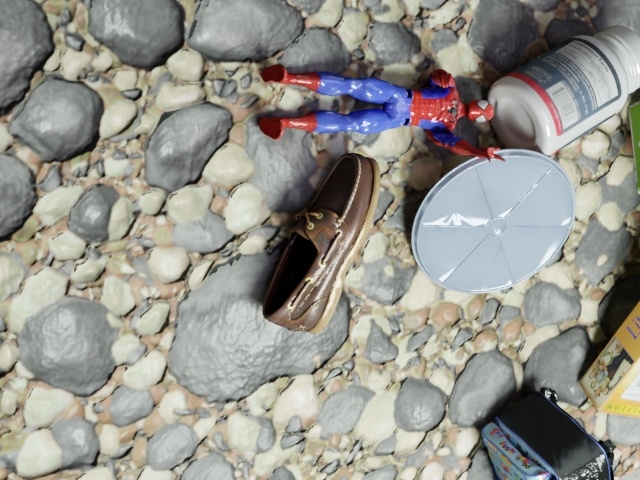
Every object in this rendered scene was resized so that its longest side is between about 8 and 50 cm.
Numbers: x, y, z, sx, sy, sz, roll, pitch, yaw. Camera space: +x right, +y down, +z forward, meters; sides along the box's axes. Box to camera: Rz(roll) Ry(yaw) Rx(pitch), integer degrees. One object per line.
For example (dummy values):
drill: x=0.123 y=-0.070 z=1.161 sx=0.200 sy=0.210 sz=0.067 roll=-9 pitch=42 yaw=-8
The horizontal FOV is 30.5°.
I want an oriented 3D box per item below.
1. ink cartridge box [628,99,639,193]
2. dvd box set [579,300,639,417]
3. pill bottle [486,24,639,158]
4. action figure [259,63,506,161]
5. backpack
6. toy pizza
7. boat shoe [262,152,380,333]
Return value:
ink cartridge box: x=0.490 y=-0.159 z=1.504 sx=0.189 sy=0.097 sz=0.255 roll=20 pitch=56 yaw=-31
dvd box set: x=0.560 y=0.066 z=1.492 sx=0.308 sy=0.062 sz=0.420 roll=11 pitch=122 yaw=-31
pill bottle: x=0.294 y=-0.177 z=1.371 sx=0.180 sy=0.108 sz=0.108 roll=-31 pitch=114 yaw=-21
action figure: x=0.091 y=-0.139 z=1.253 sx=0.281 sy=0.139 sz=0.091 roll=-2 pitch=103 yaw=-32
backpack: x=0.290 y=0.294 z=1.449 sx=0.117 sy=0.158 sz=0.173 roll=-29 pitch=125 yaw=-12
toy pizza: x=0.200 y=-0.024 z=1.366 sx=0.201 sy=0.032 sz=0.201 roll=-8 pitch=126 yaw=-11
boat shoe: x=0.000 y=0.000 z=1.263 sx=0.073 sy=0.073 sz=0.206 roll=19 pitch=91 yaw=-33
